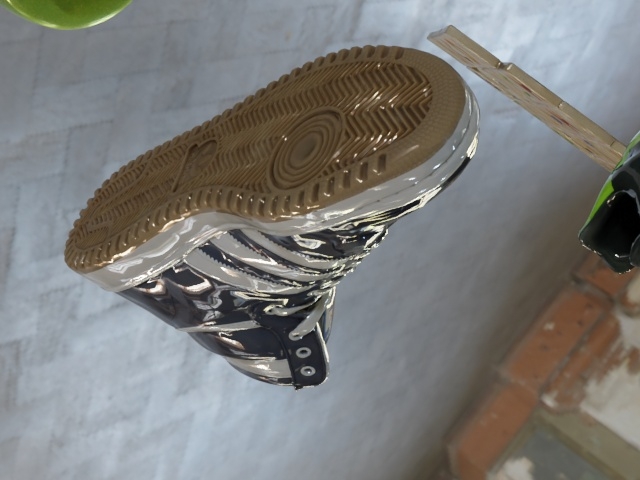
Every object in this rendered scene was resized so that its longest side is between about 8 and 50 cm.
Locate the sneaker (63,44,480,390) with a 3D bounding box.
[{"bbox_3d":[0.000,0.000,0.582,0.153,0.282,0.099,40,53,-31],"label":"sneaker"}]

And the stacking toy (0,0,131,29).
[{"bbox_3d":[-0.185,-0.226,0.613,0.279,0.130,0.309,-9,122,-37],"label":"stacking toy"}]

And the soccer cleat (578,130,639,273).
[{"bbox_3d":[0.132,-0.012,0.307,0.072,0.060,0.179,-51,-172,-6],"label":"soccer cleat"}]

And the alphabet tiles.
[{"bbox_3d":[0.163,-0.088,0.762,0.009,0.198,0.237,-54,-176,9],"label":"alphabet tiles"}]
